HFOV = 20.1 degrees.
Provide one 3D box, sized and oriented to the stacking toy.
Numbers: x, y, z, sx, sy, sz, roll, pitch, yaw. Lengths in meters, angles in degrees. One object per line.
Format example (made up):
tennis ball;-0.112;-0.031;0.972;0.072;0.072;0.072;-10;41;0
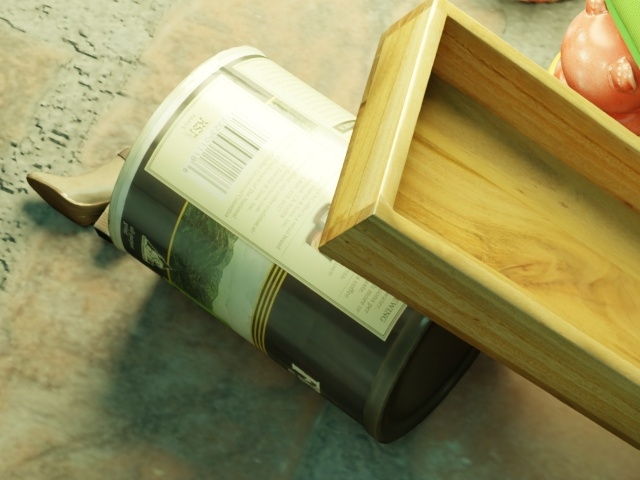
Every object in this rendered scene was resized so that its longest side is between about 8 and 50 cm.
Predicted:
stacking toy;0.268;-0.255;1.538;0.280;0.130;0.309;-28;68;-4

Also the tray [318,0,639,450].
tray;0.199;0.018;1.322;0.411;0.076;0.202;32;53;-21

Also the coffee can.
coffee can;0.000;0.000;1.433;0.275;0.201;0.201;35;77;19

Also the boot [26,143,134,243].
boot;-0.184;-0.051;1.567;0.118;0.042;0.087;34;70;17

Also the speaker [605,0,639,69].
speaker;0.299;-0.164;1.376;0.131;0.131;0.296;-25;74;-3
